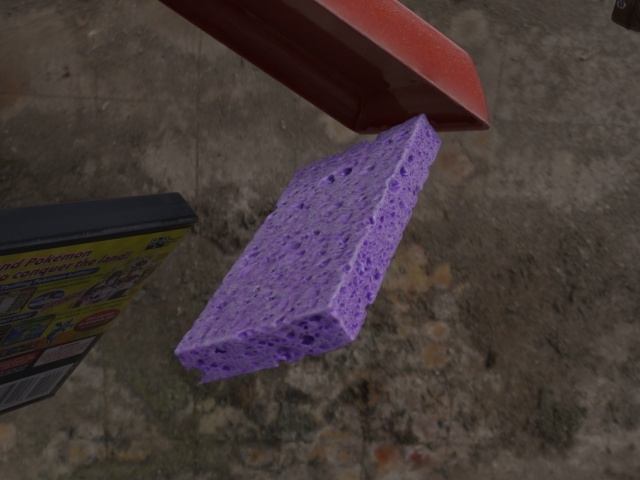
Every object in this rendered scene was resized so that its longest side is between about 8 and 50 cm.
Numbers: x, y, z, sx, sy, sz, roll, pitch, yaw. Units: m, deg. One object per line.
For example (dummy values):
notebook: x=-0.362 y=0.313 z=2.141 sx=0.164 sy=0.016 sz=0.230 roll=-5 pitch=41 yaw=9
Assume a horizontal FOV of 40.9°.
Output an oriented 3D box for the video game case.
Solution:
video game case: x=-0.248 y=0.067 z=0.634 sx=0.035 sy=0.275 sz=0.248 roll=50 pitch=116 yaw=15

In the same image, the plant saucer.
plant saucer: x=-0.015 y=-0.170 z=0.664 sx=0.258 sy=0.259 sz=0.048 roll=32 pitch=85 yaw=-19

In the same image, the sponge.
sponge: x=0.000 y=0.000 z=0.551 sx=0.117 sy=0.210 sz=0.031 roll=-19 pitch=116 yaw=34

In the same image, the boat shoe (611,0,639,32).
boat shoe: x=0.227 y=-0.226 z=0.566 sx=0.066 sy=0.066 sz=0.183 roll=14 pitch=113 yaw=30
